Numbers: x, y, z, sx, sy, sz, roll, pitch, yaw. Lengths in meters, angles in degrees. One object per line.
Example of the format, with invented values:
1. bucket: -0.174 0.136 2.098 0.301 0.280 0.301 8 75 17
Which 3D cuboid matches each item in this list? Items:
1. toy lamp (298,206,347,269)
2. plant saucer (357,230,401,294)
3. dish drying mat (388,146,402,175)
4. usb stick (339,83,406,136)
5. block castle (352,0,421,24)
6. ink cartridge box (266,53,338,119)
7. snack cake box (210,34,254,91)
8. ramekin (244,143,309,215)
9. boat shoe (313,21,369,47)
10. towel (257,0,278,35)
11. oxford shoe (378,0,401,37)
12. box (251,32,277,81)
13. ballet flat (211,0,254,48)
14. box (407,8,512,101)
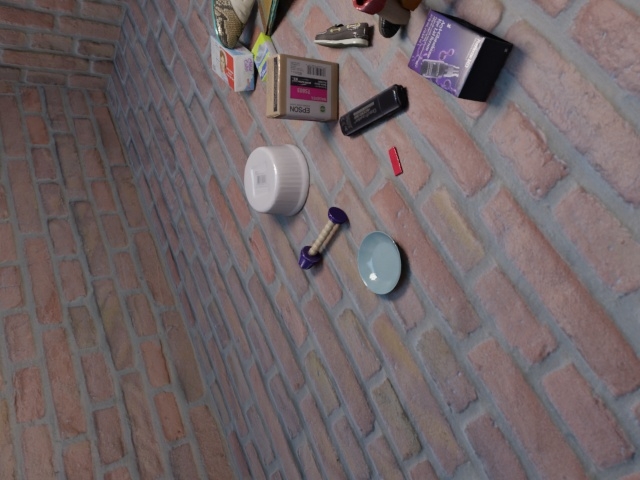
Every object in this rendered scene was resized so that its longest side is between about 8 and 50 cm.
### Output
1. toy lamp: 0.000 0.000 1.897 0.274 0.080 0.080 -55 51 37
2. plant saucer: 0.189 0.067 1.676 0.195 0.038 0.194 7 98 54
3. dish drying mat: 0.222 -0.236 1.626 0.032 0.008 0.083 -31 70 51
4. usb stick: 0.155 -0.393 1.671 0.278 0.045 0.077 -17 86 53
5. block castle: 0.224 -0.795 1.321 0.453 0.213 0.302 -41 54 36
6. ink cartridge box: -0.058 -0.493 1.789 0.088 0.235 0.193 7 100 54
7. snack cake box: -0.368 -0.743 2.277 0.264 0.089 0.152 49 145 41
8. ramekin: -0.174 -0.227 2.059 0.277 0.135 0.277 9 101 53
9. boat shoe: 0.067 -0.653 1.740 0.228 0.081 0.068 19 106 44
10. towel: -0.187 -0.969 1.988 0.370 0.040 0.271 129 131 -69
11. oxford shoe: 0.196 -0.685 1.562 0.096 0.083 0.227 7 87 56
12. box: -0.211 -0.709 2.140 0.109 0.042 0.178 -48 56 45
13. ballet flat: -0.354 -1.002 2.200 0.182 0.164 0.482 -19 66 18
14. box: 0.341 -0.458 1.358 0.207 0.108 0.153 48 129 40
